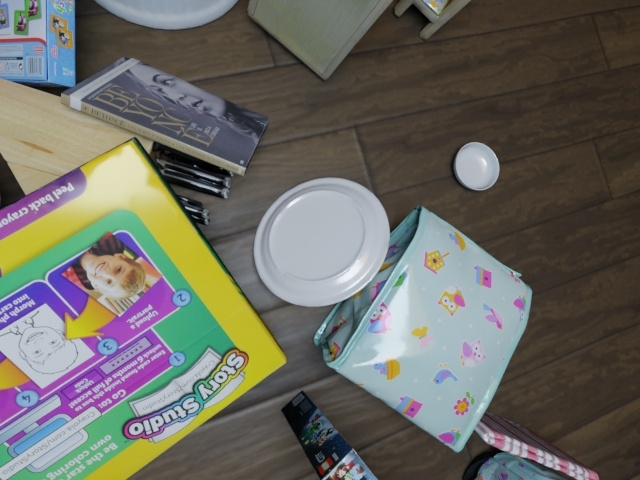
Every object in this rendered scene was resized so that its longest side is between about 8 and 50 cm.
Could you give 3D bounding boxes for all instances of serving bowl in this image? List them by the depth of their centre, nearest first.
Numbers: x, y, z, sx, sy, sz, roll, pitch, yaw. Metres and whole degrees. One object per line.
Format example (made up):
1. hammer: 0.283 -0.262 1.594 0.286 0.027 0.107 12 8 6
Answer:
1. serving bowl: 0.262 -0.124 0.701 0.084 0.027 0.083 1 85 -14

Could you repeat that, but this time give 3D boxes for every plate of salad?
1. plate of salad: 0.000 0.000 0.586 0.200 0.048 0.199 -6 65 14

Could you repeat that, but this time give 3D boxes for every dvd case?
1. dvd case: -0.188 -0.173 0.547 0.222 0.018 0.164 21 37 -10

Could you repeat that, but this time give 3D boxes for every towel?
1. towel: 0.278 0.291 0.603 0.197 0.144 0.029 25 84 -10

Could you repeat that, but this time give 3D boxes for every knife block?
1. knife block: -0.263 -0.121 0.542 0.242 0.088 0.275 -30 92 -16

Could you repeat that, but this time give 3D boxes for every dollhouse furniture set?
1. dollhouse furniture set: 0.091 -0.464 0.558 0.362 0.256 0.394 36 77 -15

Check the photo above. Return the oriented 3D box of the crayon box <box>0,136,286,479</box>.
1. crayon box: -0.271 0.114 0.451 0.363 0.106 0.312 -34 115 -12

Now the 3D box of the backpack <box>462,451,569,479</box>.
1. backpack: 0.311 0.382 0.581 0.152 0.182 0.115 26 79 -9

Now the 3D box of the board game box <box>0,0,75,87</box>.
1. board game box: -0.362 -0.297 0.489 0.160 0.039 0.211 10 102 23

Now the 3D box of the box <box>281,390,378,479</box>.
1. box: 0.034 0.284 0.496 0.044 0.233 0.159 -38 93 -15

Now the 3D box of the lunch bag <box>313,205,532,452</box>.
1. lunch bag: 0.153 0.109 0.585 0.224 0.160 0.262 35 83 -7

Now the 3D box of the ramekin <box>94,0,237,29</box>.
1. ramekin: -0.228 -0.458 0.561 0.278 0.135 0.276 2 84 -14
